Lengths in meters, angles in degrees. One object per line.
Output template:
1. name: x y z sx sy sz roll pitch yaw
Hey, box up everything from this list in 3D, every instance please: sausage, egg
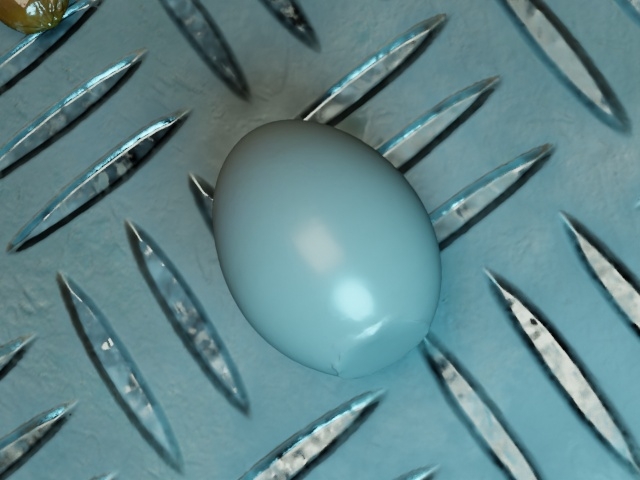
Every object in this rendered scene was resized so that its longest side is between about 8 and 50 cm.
1. sausage: -0.323 -0.268 1.587 0.197 0.076 0.076 40 91 22
2. egg: 0.000 0.000 1.349 0.176 0.176 0.232 -38 68 6
